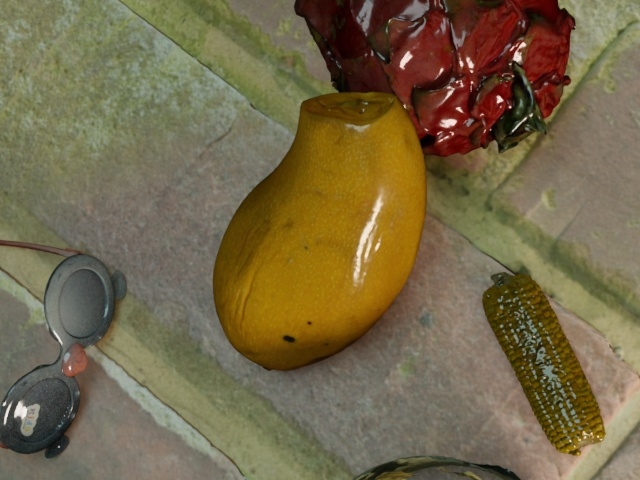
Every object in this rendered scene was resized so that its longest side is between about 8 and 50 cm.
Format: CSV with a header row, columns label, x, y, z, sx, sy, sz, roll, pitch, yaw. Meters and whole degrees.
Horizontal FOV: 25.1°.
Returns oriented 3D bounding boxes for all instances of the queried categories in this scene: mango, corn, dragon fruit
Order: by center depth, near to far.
label,x,y,z,sx,sy,sz,roll,pitch,yaw
mango,0.004,0.001,1.467,0.187,0.144,0.359,33,126,-2
corn,0.228,0.122,1.471,0.068,0.068,0.207,-28,71,8
dragon fruit,0.118,-0.213,1.488,0.298,0.244,0.244,22,84,2

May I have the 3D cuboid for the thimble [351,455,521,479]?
label,x,y,z,sx,sy,sz,roll,pitch,yaw
thimble,0.116,0.340,1.406,0.270,0.150,0.271,-4,76,15

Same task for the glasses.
label,x,y,z,sx,sy,sz,roll,pitch,yaw
glasses,-0.369,0.106,1.663,0.268,0.118,0.234,15,83,39
